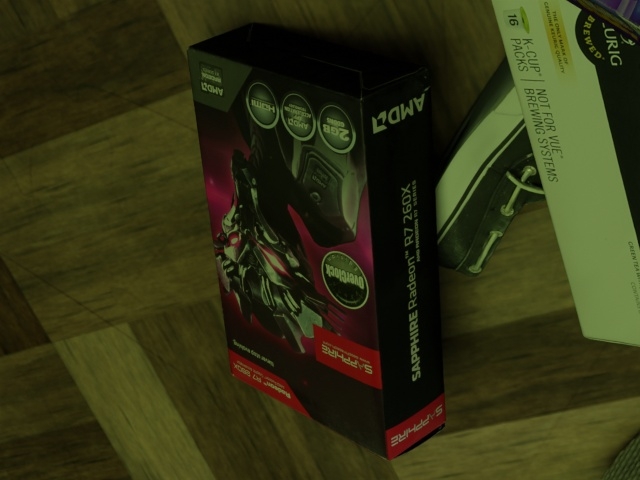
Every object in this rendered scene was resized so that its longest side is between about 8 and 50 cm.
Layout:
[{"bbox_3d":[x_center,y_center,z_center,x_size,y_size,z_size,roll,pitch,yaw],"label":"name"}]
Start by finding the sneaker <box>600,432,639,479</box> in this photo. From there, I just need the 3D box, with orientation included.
[{"bbox_3d":[0.419,0.204,1.185,0.150,0.135,0.366,47,124,-5],"label":"sneaker"}]

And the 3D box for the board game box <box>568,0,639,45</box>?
[{"bbox_3d":[0.244,-0.296,0.775,0.347,0.078,0.233,-53,48,9],"label":"board game box"}]

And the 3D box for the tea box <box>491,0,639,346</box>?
[{"bbox_3d":[0.339,-0.098,0.926,0.324,0.220,0.329,8,129,42],"label":"tea box"}]

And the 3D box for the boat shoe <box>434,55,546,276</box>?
[{"bbox_3d":[0.176,-0.077,1.134,0.105,0.113,0.306,28,127,-4],"label":"boat shoe"}]

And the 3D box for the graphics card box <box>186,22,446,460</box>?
[{"bbox_3d":[0.000,0.000,1.203,0.233,0.094,0.370,24,128,42],"label":"graphics card box"}]
